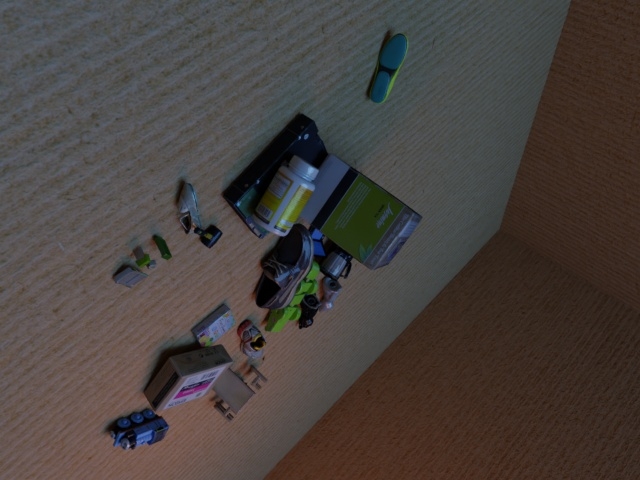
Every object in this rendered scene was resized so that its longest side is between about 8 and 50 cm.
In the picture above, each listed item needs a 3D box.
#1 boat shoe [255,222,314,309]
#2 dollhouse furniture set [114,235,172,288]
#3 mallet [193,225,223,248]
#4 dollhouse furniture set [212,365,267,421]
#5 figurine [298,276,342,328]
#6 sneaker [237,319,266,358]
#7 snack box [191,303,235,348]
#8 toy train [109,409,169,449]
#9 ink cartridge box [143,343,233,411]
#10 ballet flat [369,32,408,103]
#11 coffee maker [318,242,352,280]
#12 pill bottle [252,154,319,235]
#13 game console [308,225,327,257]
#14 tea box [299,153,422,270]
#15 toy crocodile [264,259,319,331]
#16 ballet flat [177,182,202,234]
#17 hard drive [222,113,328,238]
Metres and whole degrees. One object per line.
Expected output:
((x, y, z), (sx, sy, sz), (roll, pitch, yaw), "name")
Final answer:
((-0.130, 0.107, 1.787), (0.130, 0.132, 0.356), (-15, 133, -50), "boat shoe")
((-0.465, 0.056, 1.334), (0.151, 0.059, 0.076), (-34, 160, 4), "dollhouse furniture set")
((-0.306, -0.023, 1.403), (0.062, 0.039, 0.190), (-50, 176, -11), "mallet")
((-0.343, 0.582, 2.042), (0.212, 0.161, 0.242), (-46, 173, -13), "dollhouse furniture set")
((-0.007, 0.275, 2.228), (0.214, 0.092, 0.210), (-34, 155, -33), "figurine")
((-0.254, 0.398, 1.966), (0.088, 0.092, 0.225), (-41, 150, -22), "sneaker")
((-0.360, 0.293, 1.745), (0.141, 0.037, 0.100), (-39, 150, -24), "snack box")
((-0.594, 0.625, 1.692), (0.184, 0.105, 0.080), (-1, 122, -57), "toy train")
((-0.437, 0.456, 1.723), (0.234, 0.088, 0.193), (-3, 135, -56), "ink cartridge box")
((0.219, -0.551, 1.651), (0.077, 0.077, 0.231), (-50, 164, -57), "ballet flat")
((0.065, 0.060, 2.055), (0.120, 0.171, 0.178), (39, 83, -25), "coffee maker")
((-0.094, -0.128, 1.455), (0.215, 0.117, 0.117), (-58, 152, 9), "pill bottle")
((0.000, 0.000, 1.926), (0.107, 0.071, 0.122), (-59, 152, 11), "game console")
((0.132, -0.086, 1.678), (0.220, 0.323, 0.329), (-54, 168, 10), "tea box")
((-0.113, 0.216, 1.983), (0.115, 0.105, 0.341), (7, 120, -54), "toy crocodile")
((-0.344, -0.075, 1.338), (0.052, 0.057, 0.168), (-27, 143, -23), "ballet flat")
((-0.119, -0.184, 1.546), (0.339, 0.064, 0.237), (-49, 152, -9), "hard drive")
